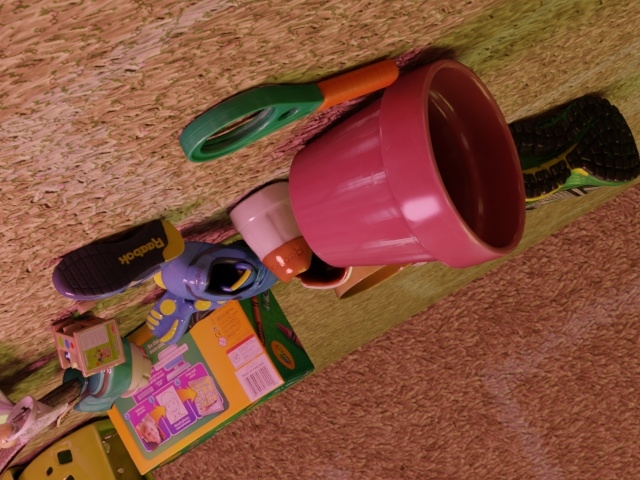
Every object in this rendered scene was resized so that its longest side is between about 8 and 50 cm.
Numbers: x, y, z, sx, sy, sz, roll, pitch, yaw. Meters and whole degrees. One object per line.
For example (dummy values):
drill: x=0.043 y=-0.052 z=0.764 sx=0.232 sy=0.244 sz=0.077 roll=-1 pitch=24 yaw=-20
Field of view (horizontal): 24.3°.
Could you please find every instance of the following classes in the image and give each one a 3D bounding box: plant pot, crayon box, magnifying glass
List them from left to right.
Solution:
plant pot: x=-0.402 y=0.444 z=2.510 sx=0.207 sy=0.227 sz=0.228 roll=-24 pitch=172 yaw=7
crayon box: x=-0.161 y=0.167 z=1.924 sx=0.278 sy=0.165 sz=0.081 roll=-35 pitch=170 yaw=30
magnifying glass: x=-0.024 y=-0.119 z=1.290 sx=0.231 sy=0.026 sz=0.092 roll=-21 pitch=167 yaw=-35
plant pot: x=0.059 y=0.004 z=1.948 sx=0.134 sy=0.095 sz=0.134 roll=-28 pitch=170 yaw=-5
plant pot: x=0.078 y=-0.057 z=1.457 sx=0.180 sy=0.201 sz=0.201 roll=-18 pitch=177 yaw=29

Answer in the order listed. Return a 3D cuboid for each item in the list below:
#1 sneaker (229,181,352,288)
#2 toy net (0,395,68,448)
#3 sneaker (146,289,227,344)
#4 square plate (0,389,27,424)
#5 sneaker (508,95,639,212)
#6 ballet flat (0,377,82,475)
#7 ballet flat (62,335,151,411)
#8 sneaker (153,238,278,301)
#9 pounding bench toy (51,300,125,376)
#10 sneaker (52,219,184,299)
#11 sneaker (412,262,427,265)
sneaker: x=0.000 y=0.000 z=1.678 sx=0.106 sy=0.123 sz=0.290 roll=-36 pitch=170 yaw=24
toy net: x=-0.378 y=0.223 z=1.651 sx=0.232 sy=0.045 sz=0.122 roll=-34 pitch=169 yaw=-37
sneaker: x=-0.143 y=0.056 z=1.757 sx=0.188 sy=0.067 sz=0.078 roll=-43 pitch=-175 yaw=47
square plate: x=-0.500 y=0.270 z=1.686 sx=0.344 sy=0.049 sz=0.347 roll=-36 pitch=172 yaw=-10
sneaker: x=0.317 y=-0.113 z=2.094 sx=0.344 sy=0.134 sz=0.146 roll=-11 pitch=168 yaw=-37
ballet flat: x=-0.374 y=0.258 z=1.805 sx=0.250 sy=0.058 sz=0.084 roll=-41 pitch=175 yaw=10
ballet flat: x=-0.256 y=0.161 z=1.836 sx=0.087 sy=0.083 sz=0.247 roll=0 pitch=165 yaw=-20
sneaker: x=-0.090 y=0.039 z=1.613 sx=0.082 sy=0.069 sz=0.209 roll=16 pitch=-173 yaw=32
pounding bench toy: x=-0.260 y=0.098 z=1.634 sx=0.052 sy=0.083 sz=0.065 roll=-21 pitch=-161 yaw=-33
sneaker: x=-0.199 y=0.028 z=1.435 sx=0.144 sy=0.053 sz=0.059 roll=-21 pitch=169 yaw=-39
sneaker: x=0.108 y=-0.012 z=2.141 sx=0.128 sy=0.087 sz=0.221 roll=-10 pitch=161 yaw=-19
